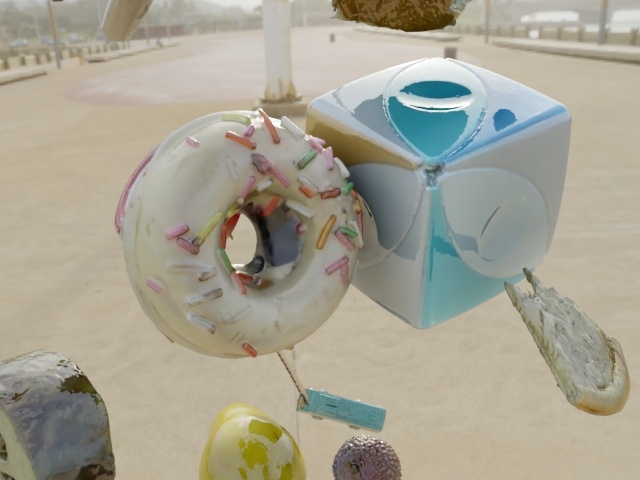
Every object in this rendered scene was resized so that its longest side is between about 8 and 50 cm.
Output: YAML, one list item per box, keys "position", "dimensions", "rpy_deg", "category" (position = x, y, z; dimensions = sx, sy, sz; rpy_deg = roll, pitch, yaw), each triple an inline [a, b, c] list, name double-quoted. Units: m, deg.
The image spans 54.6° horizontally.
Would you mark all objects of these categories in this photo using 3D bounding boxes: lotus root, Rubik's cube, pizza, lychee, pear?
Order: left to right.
- position: [-0.349, 0.255, 0.778]
  dimensions: [0.138, 0.235, 0.119]
  rpy_deg: [-21, -5, 31]
  category: "lotus root"
- position: [-0.176, 0.562, 1.594]
  dimensions: [0.284, 0.285, 0.336]
  rpy_deg: [-5, 54, -6]
  category: "pear"
- position: [0.107, 0.537, 1.449]
  dimensions: [0.165, 0.165, 0.197]
  rpy_deg: [9, -8, 30]
  category: "lychee"
- position: [0.196, -0.098, 1.115]
  dimensions: [0.351, 0.352, 0.347]
  rpy_deg: [-22, 41, -28]
  category: "Rubik's cube"
- position: [0.384, 0.143, 0.956]
  dimensions: [0.181, 0.034, 0.262]
  rpy_deg: [-2, 52, -37]
  category: "pizza"

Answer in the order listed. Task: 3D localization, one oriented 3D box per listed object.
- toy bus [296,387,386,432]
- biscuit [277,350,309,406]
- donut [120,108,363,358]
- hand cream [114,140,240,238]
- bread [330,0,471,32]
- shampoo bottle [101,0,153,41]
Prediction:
- position: [0.063, 0.505, 1.852]
  dimensions: [0.261, 0.091, 0.109]
  rpy_deg: [15, -19, -6]
  category: "toy bus"
- position: [-0.092, 0.324, 1.650]
  dimensions: [0.013, 0.232, 0.237]
  rpy_deg: [-31, -3, -5]
  category: "biscuit"
- position: [-0.092, -0.002, 0.914]
  dimensions: [0.382, 0.383, 0.142]
  rpy_deg: [-16, 14, -31]
  category: "donut"
- position: [-0.264, -0.068, 1.157]
  dimensions: [0.149, 0.230, 0.230]
  rpy_deg: [37, -8, -38]
  category: "hand cream"
- position: [0.150, -0.509, 1.016]
  dimensions: [0.250, 0.279, 0.225]
  rpy_deg: [14, 39, 26]
  category: "bread"
- position: [-0.394, -0.539, 1.329]
  dimensions: [0.257, 0.078, 0.127]
  rpy_deg: [-40, 9, 46]
  category: "shampoo bottle"
